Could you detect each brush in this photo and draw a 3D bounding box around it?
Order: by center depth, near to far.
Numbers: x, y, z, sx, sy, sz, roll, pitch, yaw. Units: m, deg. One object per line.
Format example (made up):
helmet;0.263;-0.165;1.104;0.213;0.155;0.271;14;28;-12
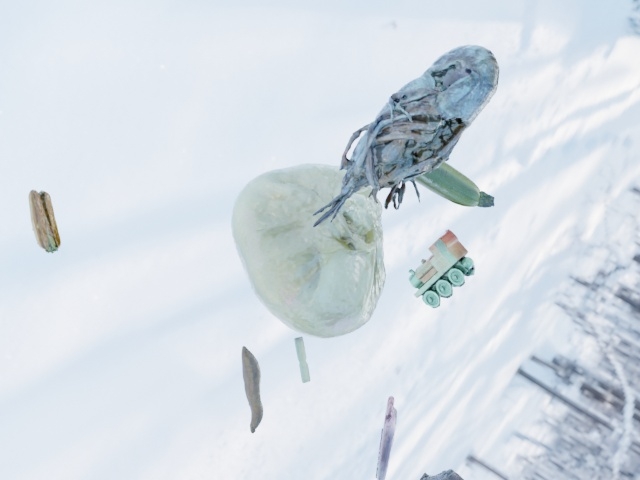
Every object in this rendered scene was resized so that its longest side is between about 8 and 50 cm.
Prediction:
brush;-0.032;0.215;1.722;0.013;0.016;0.083;-158;-123;-89

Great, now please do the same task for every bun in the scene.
bun;0.000;0.000;1.826;0.361;0.361;0.213;-40;179;-44

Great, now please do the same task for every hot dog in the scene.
hot dog;-0.341;-0.023;1.173;0.021;0.083;0.037;-18;168;28

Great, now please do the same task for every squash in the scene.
squash;0.236;-0.127;1.913;0.066;0.252;0.066;-49;-157;29

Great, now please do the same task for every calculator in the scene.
calculator;0.119;0.356;1.709;0.103;0.024;0.165;-69;167;-67

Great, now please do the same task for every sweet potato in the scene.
sweet potato;-0.088;0.194;1.250;0.026;0.026;0.115;-8;89;-67

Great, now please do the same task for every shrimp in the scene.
shrimp;0.118;-0.155;1.430;0.372;0.137;0.172;-51;145;0

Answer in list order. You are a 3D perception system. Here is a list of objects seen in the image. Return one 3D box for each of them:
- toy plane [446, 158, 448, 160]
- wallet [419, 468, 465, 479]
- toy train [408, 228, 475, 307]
toy plane;0.208;-0.157;1.715;0.083;0.031;0.078;-42;145;-10
wallet;0.260;0.443;1.456;0.039;0.243;0.133;-49;-179;-20
toy train;0.264;0.069;2.123;0.074;0.118;0.176;-33;169;-46
